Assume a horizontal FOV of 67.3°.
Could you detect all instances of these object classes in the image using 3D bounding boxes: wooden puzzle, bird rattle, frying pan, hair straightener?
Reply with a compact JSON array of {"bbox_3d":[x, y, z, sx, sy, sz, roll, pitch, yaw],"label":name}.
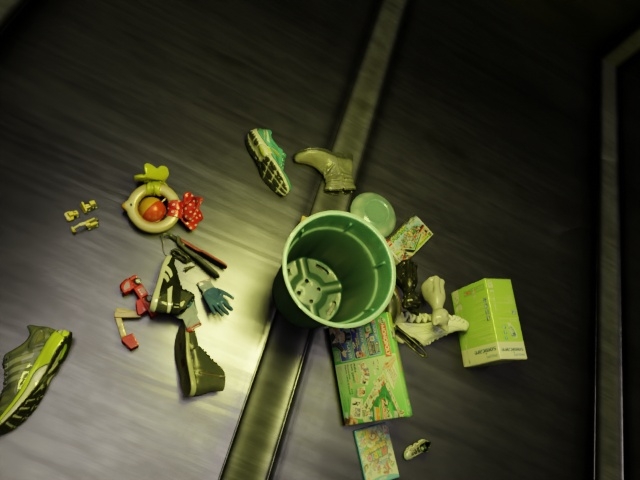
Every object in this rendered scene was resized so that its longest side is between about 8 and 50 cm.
[{"bbox_3d":[0.043,0.079,1.720,0.078,0.014,0.117,24,63,-10],"label":"wooden puzzle"},{"bbox_3d":[-0.513,-0.112,1.552,0.207,0.143,0.253,-46,103,-18],"label":"bird rattle"},{"bbox_3d":[0.195,0.278,1.607,0.053,0.197,0.327,1,61,-62],"label":"frying pan"},{"bbox_3d":[-0.416,0.054,1.536,0.230,0.047,0.089,34,61,-5],"label":"hair straightener"}]

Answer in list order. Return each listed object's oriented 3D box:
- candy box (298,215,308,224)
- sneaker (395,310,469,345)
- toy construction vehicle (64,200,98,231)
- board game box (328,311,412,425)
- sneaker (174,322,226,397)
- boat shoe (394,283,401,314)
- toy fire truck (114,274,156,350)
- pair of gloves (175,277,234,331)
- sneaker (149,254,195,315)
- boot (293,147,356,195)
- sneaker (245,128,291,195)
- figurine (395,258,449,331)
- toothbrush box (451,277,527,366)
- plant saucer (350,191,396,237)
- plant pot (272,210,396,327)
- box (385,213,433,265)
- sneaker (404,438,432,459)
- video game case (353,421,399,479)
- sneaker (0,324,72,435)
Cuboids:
[{"bbox_3d":[0.000,0.000,1.704,0.186,0.053,0.109,23,62,-6],"label":"candy box"},{"bbox_3d":[0.388,0.317,1.713,0.291,0.110,0.119,4,75,-11],"label":"sneaker"},{"bbox_3d":[-0.727,-0.077,1.477,0.098,0.035,0.086,-24,79,-27],"label":"toy construction vehicle"},{"bbox_3d":[0.153,0.409,1.533,0.213,0.046,0.318,-17,70,21],"label":"board game box"},{"bbox_3d":[-0.359,0.352,1.432,0.118,0.083,0.222,9,54,-41],"label":"sneaker"},{"bbox_3d":[0.215,0.144,1.713,0.102,0.092,0.286,38,36,-48],"label":"boat shoe"},{"bbox_3d":[-0.554,0.211,1.419,0.135,0.047,0.192,-32,83,-29],"label":"toy fire truck"},{"bbox_3d":[-0.367,0.194,1.482,0.198,0.023,0.159,-20,54,-33],"label":"pair of gloves"},{"bbox_3d":[-0.435,0.143,1.454,0.121,0.079,0.217,17,39,-17],"label":"sneaker"},{"bbox_3d":[0.021,-0.257,1.815,0.246,0.083,0.161,2,74,-19],"label":"boot"},{"bbox_3d":[-0.167,-0.294,1.746,0.109,0.107,0.276,-18,76,-36],"label":"sneaker"},{"bbox_3d":[0.350,0.196,1.636,0.214,0.092,0.210,30,34,-19],"label":"figurine"},{"bbox_3d":[0.599,0.300,1.734,0.122,0.206,0.284,5,67,-20],"label":"toothbrush box"},{"bbox_3d":[0.211,-0.105,1.847,0.194,0.037,0.195,8,66,-18],"label":"plant saucer"},{"bbox_3d":[0.007,0.126,1.498,0.340,0.334,0.342,6,70,-18],"label":"plant pot"},{"bbox_3d":[0.331,-0.001,1.850,0.114,0.036,0.207,47,61,2],"label":"box"},{"bbox_3d":[0.318,0.674,1.552,0.098,0.069,0.038,-27,80,-28],"label":"sneaker"},{"bbox_3d":[0.177,0.678,1.528,0.119,0.015,0.167,-5,71,-23],"label":"video game case"},{"bbox_3d":[-0.779,0.357,1.254,0.121,0.111,0.300,22,57,0],"label":"sneaker"}]
